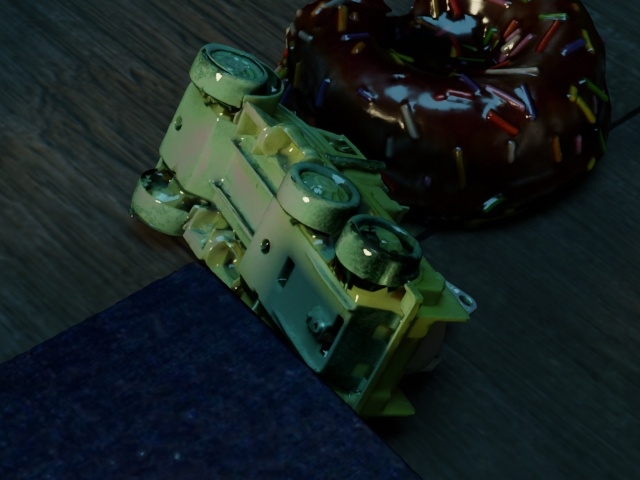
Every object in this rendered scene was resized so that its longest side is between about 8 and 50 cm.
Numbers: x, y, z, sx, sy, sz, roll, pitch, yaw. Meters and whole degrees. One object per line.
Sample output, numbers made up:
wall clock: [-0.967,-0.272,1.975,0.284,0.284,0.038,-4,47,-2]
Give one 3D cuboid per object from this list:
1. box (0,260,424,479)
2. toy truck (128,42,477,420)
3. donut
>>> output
box: [-0.080,0.179,0.880,0.261,0.116,0.279,-27,51,-29]
toy truck: [-0.004,-0.002,1.095,0.135,0.128,0.259,2,35,-42]
donut: [0.086,-0.112,1.213,0.230,0.096,0.216,-13,46,-18]
